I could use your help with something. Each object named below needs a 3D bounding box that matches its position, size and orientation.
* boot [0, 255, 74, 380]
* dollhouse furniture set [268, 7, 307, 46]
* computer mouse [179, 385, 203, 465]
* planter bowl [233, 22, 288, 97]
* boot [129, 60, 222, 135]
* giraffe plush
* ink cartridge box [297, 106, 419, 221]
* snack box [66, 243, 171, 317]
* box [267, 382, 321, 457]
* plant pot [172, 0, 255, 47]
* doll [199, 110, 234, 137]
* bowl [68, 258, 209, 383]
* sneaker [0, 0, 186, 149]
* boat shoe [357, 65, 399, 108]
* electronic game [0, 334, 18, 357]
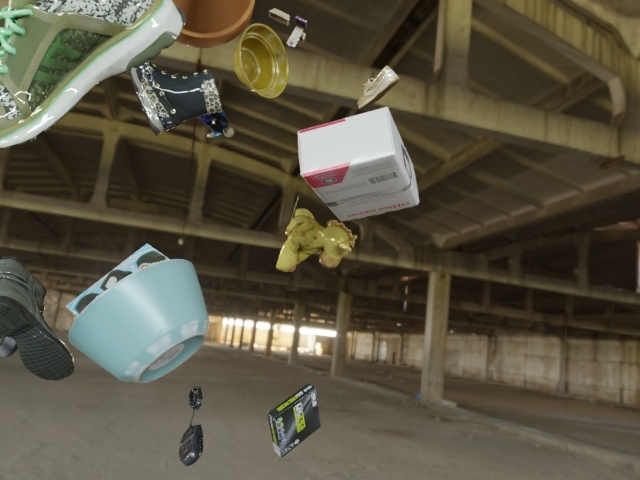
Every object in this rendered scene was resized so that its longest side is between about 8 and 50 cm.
[{"bbox_3d":[-0.566,0.153,1.115,0.083,0.161,0.246,-21,-53,-1],"label":"boot"},{"bbox_3d":[-0.108,-0.603,1.613,0.114,0.081,0.091,26,-8,0],"label":"dollhouse furniture set"},{"bbox_3d":[-0.335,0.492,1.491,0.041,0.242,0.071,35,-62,-28],"label":"computer mouse"},{"bbox_3d":[-0.199,-0.537,1.692,0.090,0.217,0.217,0,-12,36],"label":"planter bowl"},{"bbox_3d":[-0.349,-0.382,1.309,0.179,0.236,0.085,-20,4,-13],"label":"boot"},{"bbox_3d":[0.000,0.000,1.410,0.171,0.181,0.210,19,-44,1],"label":"giraffe plush"},{"bbox_3d":[0.080,-0.135,1.068,0.172,0.100,0.237,-12,-22,17],"label":"ink cartridge box"},{"bbox_3d":[-0.613,0.162,1.776,0.187,0.322,0.060,30,-33,27],"label":"snack box"},{"bbox_3d":[-0.084,0.601,1.863,0.184,0.190,0.045,-26,35,-32],"label":"box"},{"bbox_3d":[-0.283,-0.632,1.314,0.291,0.290,0.203,10,-4,-16],"label":"plant pot"},{"bbox_3d":[-0.370,-0.415,1.937,0.046,0.129,0.189,-1,-22,33],"label":"doll"},{"bbox_3d":[-0.372,0.200,1.245,0.163,0.311,0.311,50,0,15],"label":"bowl"},{"bbox_3d":[-0.406,-0.290,0.797,0.158,0.410,0.182,35,-19,42],"label":"sneaker"},{"bbox_3d":[0.157,-0.438,1.591,0.063,0.059,0.170,-30,0,-38],"label":"boat shoe"},{"bbox_3d":[-0.740,0.159,1.308,0.229,0.229,0.048,-2,-6,40],"label":"electronic game"}]
